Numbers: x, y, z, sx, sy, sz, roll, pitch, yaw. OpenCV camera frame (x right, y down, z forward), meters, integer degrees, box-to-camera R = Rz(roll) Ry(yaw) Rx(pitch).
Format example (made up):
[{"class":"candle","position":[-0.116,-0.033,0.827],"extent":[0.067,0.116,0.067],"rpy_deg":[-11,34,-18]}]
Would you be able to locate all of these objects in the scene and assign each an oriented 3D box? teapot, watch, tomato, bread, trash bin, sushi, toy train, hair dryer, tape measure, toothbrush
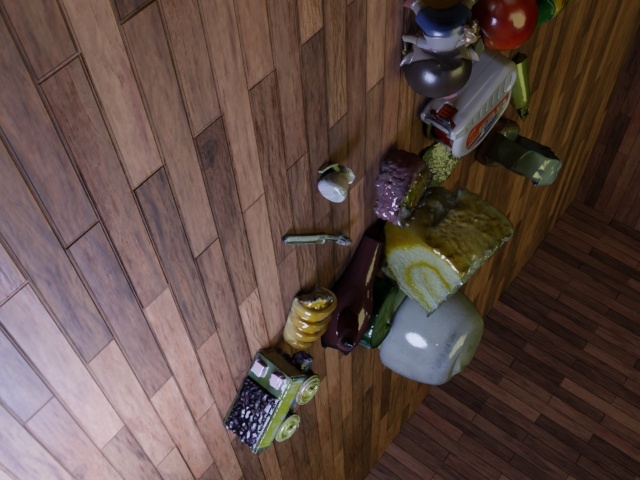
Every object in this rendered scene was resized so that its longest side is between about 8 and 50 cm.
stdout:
[{"class":"teapot","position":[0.030,-0.126,1.535],"extent":[0.064,0.064,0.083],"rpy_deg":[-55,127,-27]},{"class":"watch","position":[0.632,-0.266,2.339],"extent":[0.253,0.241,0.162],"rpy_deg":[-16,131,-59]},{"class":"tomato","position":[0.386,-0.501,1.612],"extent":[0.136,0.195,0.195],"rpy_deg":[-36,160,11]},{"class":"bread","position":[0.293,0.021,1.977],"extent":[0.239,0.264,0.395],"rpy_deg":[-45,172,-23]},{"class":"trash bin","position":[0.309,-0.440,1.651],"extent":[0.043,0.092,0.061],"rpy_deg":[-56,157,0]},{"class":"sushi","position":[0.202,-0.150,1.785],"extent":[0.241,0.107,0.161],"rpy_deg":[-50,153,-40]},{"class":"toy train","position":[-0.114,0.375,1.779],"extent":[0.177,0.134,0.261],"rpy_deg":[8,112,-56]},{"class":"hair dryer","position":[0.083,0.157,1.793],"extent":[0.340,0.123,0.313],"rpy_deg":[-82,-168,-80]},{"class":"bread","position":[-0.024,0.185,1.782],"extent":[0.119,0.084,0.177],"rpy_deg":[-28,147,-49]},{"class":"tape measure","position":[0.365,-0.335,1.861],"extent":[0.258,0.130,0.265],"rpy_deg":[-51,162,-11]},{"class":"toothbrush","position":[-0.005,-0.003,1.656],"extent":[0.294,0.028,0.026],"rpy_deg":[2,116,-59]}]

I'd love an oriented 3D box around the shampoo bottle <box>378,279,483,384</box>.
[{"class":"shampoo bottle","position":[0.316,0.267,2.271],"extent":[0.322,0.317,0.322],"rpy_deg":[-43,154,-27]}]

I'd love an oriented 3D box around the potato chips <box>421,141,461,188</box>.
[{"class":"potato chips","position":[0.294,-0.176,1.995],"extent":[0.228,0.059,0.167],"rpy_deg":[-38,146,-25]}]

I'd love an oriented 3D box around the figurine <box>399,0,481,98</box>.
[{"class":"figurine","position":[0.240,-0.388,1.514],"extent":[0.276,0.161,0.158],"rpy_deg":[88,4,-57]}]

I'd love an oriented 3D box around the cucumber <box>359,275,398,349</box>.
[{"class":"cucumber","position":[0.124,0.193,2.050],"extent":[0.191,0.130,0.191],"rpy_deg":[-51,155,-34]}]

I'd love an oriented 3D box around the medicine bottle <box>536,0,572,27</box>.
[{"class":"medicine bottle","position":[0.617,-0.643,2.046],"extent":[0.309,0.076,0.111],"rpy_deg":[-42,151,-32]}]

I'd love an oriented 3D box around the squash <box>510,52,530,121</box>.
[{"class":"squash","position":[0.584,-0.449,2.229],"extent":[0.090,0.075,0.200],"rpy_deg":[-61,143,-47]}]
